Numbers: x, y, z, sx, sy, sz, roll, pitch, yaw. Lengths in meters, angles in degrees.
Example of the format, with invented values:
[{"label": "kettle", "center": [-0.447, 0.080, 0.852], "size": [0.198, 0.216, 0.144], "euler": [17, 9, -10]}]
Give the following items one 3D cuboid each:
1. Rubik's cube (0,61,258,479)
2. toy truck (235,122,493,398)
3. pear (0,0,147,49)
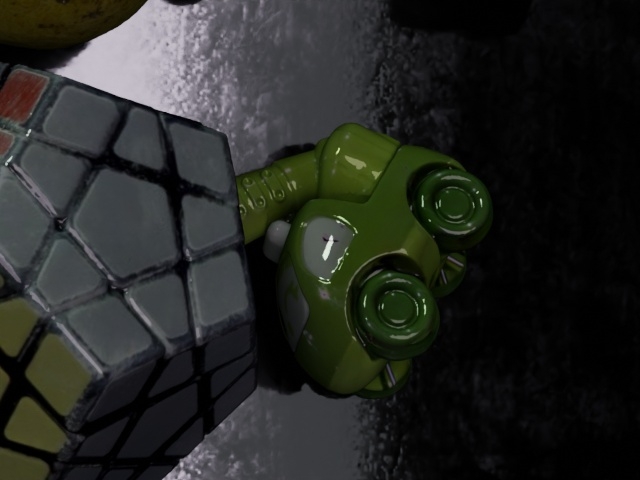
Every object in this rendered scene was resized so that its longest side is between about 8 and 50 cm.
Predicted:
[{"label": "Rubik's cube", "center": [-0.184, 0.028, 1.225], "size": [0.319, 0.319, 0.264], "euler": [16, 91, -18]}, {"label": "toy truck", "center": [0.021, -0.003, 1.393], "size": [0.210, 0.148, 0.187], "euler": [44, 70, 10]}, {"label": "pear", "center": [-0.183, -0.229, 1.299], "size": [0.197, 0.197, 0.197], "euler": [2, 85, -20]}]
